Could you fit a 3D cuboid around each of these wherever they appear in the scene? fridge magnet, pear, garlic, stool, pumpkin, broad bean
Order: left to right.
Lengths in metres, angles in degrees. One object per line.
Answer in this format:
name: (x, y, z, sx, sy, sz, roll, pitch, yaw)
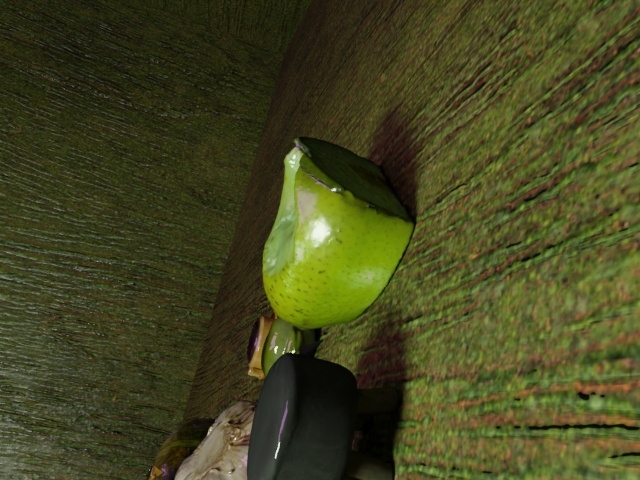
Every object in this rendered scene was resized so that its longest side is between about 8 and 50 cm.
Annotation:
pumpkin: (-0.219, 0.461, 1.162, 0.320, 0.192, 0.320, -162, 90, -83)
garlic: (-0.096, 0.336, 0.945, 0.245, 0.161, 0.245, -48, 13, 14)
fridge magnet: (-0.110, 0.209, 1.349, 0.143, 0.063, 0.142, -166, 90, -78)
broad bean: (-0.057, 0.190, 1.145, 0.174, 0.082, 0.124, 110, 172, -62)
stool: (-0.009, 0.232, 0.735, 0.153, 0.139, 0.227, -117, 45, -73)
pear: (0.000, 0.000, 0.970, 0.292, 0.160, 0.292, -166, 90, -78)
